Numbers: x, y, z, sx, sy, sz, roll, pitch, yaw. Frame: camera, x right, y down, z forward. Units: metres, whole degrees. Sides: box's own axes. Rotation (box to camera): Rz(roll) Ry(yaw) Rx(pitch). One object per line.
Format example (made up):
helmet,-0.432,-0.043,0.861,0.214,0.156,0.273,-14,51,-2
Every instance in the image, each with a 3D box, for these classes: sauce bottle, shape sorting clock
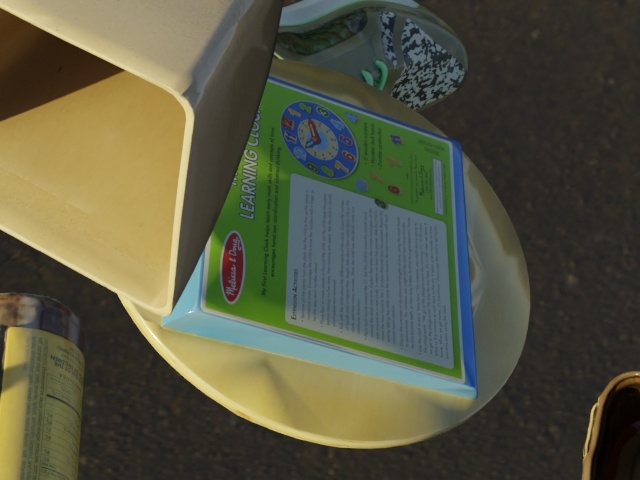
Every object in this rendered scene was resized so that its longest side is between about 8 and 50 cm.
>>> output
sauce bottle,-0.244,0.210,1.021,0.111,0.111,0.344,16,53,-24
shape sorting clock,0.000,0.000,0.599,0.206,0.040,0.206,16,50,-20

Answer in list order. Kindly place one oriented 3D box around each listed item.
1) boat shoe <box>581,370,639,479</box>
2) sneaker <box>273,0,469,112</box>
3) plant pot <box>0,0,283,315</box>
boat shoe,0.189,0.185,0.796,0.257,0.095,0.095,-81,151,-50
sneaker,-0.011,-0.125,1.228,0.410,0.158,0.182,-7,44,-34
plant pot,-0.064,-0.062,0.404,0.109,0.109,0.096,28,57,9
